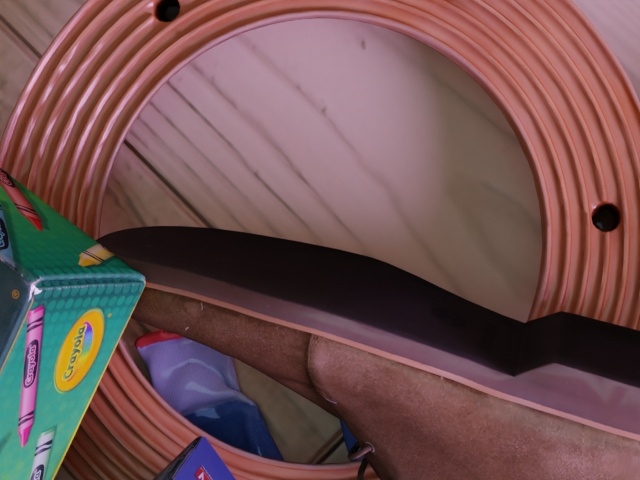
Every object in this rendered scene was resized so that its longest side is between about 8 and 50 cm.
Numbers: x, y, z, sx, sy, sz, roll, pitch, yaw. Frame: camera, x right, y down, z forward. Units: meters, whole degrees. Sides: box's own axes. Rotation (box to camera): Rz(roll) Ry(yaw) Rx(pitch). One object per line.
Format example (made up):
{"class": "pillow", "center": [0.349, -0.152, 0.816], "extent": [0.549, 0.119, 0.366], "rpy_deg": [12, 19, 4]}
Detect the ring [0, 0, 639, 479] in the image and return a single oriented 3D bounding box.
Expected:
{"class": "ring", "center": [0.000, 0.000, 0.937], "extent": [0.336, 0.032, 0.336], "rpy_deg": [0, 86, 7]}

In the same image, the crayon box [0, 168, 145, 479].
{"class": "crayon box", "center": [-0.212, 0.092, 0.885], "extent": [0.165, 0.081, 0.278], "rpy_deg": [35, 109, 27]}

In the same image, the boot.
{"class": "boot", "center": [0.030, 0.073, 0.865], "extent": [0.305, 0.112, 0.115], "rpy_deg": [18, 109, 13]}

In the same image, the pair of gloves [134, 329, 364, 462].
{"class": "pair of gloves", "center": [-0.001, 0.106, 0.955], "extent": [0.198, 0.023, 0.159], "rpy_deg": [-12, 86, 6]}

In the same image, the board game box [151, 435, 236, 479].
{"class": "board game box", "center": [-0.084, 0.220, 0.920], "extent": [0.194, 0.060, 0.194], "rpy_deg": [-29, 102, 26]}
